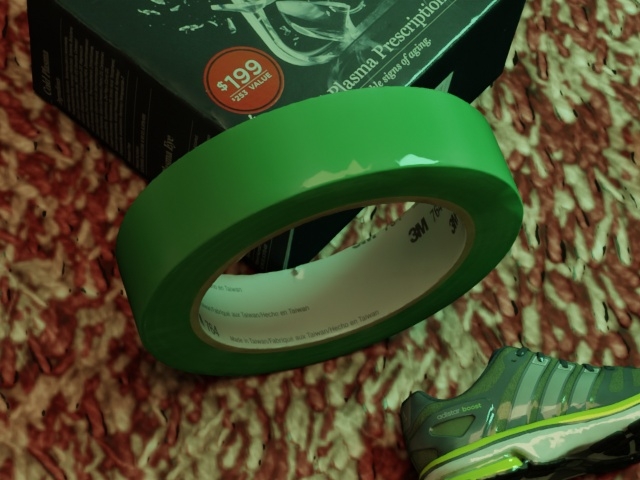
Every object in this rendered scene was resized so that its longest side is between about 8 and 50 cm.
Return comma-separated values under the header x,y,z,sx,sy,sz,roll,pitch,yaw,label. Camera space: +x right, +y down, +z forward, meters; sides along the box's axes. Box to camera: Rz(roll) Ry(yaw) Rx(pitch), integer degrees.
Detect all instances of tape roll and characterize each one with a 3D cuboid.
x,y,z,sx,sy,sz,roll,pitch,yaw,label
0.000,0.000,1.354,0.321,0.321,0.077,-13,63,-15,tape roll

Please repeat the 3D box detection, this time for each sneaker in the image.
x,y,z,sx,sy,sz,roll,pitch,yaw,label
0.204,0.135,1.433,0.300,0.111,0.121,-17,61,-18,sneaker

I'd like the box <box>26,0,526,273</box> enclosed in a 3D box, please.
x,y,z,sx,sy,sz,roll,pitch,yaw,label
-0.037,-0.194,1.541,0.312,0.179,0.343,38,63,15,box
